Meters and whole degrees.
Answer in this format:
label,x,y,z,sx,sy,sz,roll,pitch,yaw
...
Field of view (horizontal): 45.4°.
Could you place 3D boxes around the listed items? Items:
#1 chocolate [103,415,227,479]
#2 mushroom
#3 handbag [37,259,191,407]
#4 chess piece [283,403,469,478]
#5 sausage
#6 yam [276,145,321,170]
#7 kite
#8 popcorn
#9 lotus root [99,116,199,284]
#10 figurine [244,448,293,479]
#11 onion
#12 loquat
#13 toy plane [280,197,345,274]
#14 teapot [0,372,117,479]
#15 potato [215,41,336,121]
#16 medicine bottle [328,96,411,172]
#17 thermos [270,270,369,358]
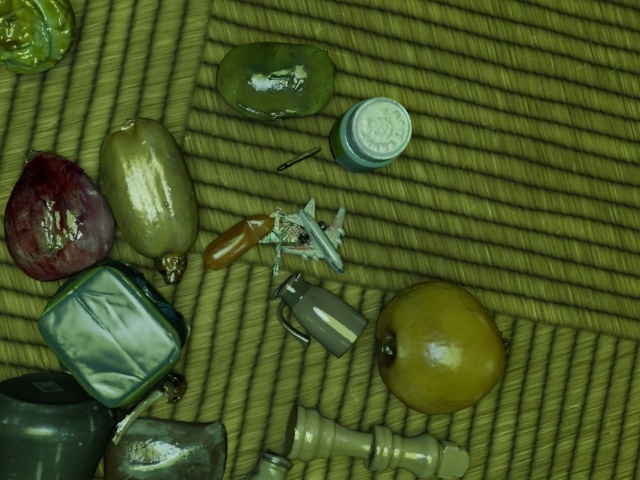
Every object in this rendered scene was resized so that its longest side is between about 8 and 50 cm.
label,x,y,z,sx,sy,sz,roll,pitch,yaw
chocolate,-0.318,0.450,1.571,0.254,0.080,0.157,5,89,-8
mushroom,-0.353,0.340,1.563,0.187,0.061,0.060,-38,89,-21
handbag,-0.392,0.172,1.485,0.222,0.241,0.263,-45,93,-5
chess piece,0.125,0.437,1.616,0.397,0.117,0.117,13,88,-8
sausage,-0.176,0.000,1.608,0.183,0.054,0.062,-39,116,-8
yam,-0.046,-0.176,1.646,0.107,0.014,0.014,-27,93,-7
kite,-0.085,0.004,1.644,0.137,0.005,0.152,-4,91,-7
popcorn,-0.589,-0.438,1.496,0.221,0.183,0.204,34,98,-19
lotus root,-0.333,-0.078,1.541,0.169,0.151,0.342,-17,97,-1
figurine,-0.191,0.587,1.522,0.203,0.248,0.380,47,70,-18
onion,-0.545,-0.059,1.512,0.227,0.120,0.283,-25,82,9
loquat,0.251,0.221,1.560,0.275,0.275,0.275,0,90,-8
toy plane,0.000,0.000,1.623,0.162,0.065,0.171,-34,98,-14
teapot,-0.558,0.443,1.475,0.300,0.253,0.344,11,93,26
potato,-0.091,-0.327,1.576,0.248,0.143,0.169,3,79,-7
medicine bottle,0.099,-0.213,1.560,0.139,0.225,0.139,0,91,-9
thermos,-0.014,0.160,1.612,0.193,0.105,0.137,38,116,-2
